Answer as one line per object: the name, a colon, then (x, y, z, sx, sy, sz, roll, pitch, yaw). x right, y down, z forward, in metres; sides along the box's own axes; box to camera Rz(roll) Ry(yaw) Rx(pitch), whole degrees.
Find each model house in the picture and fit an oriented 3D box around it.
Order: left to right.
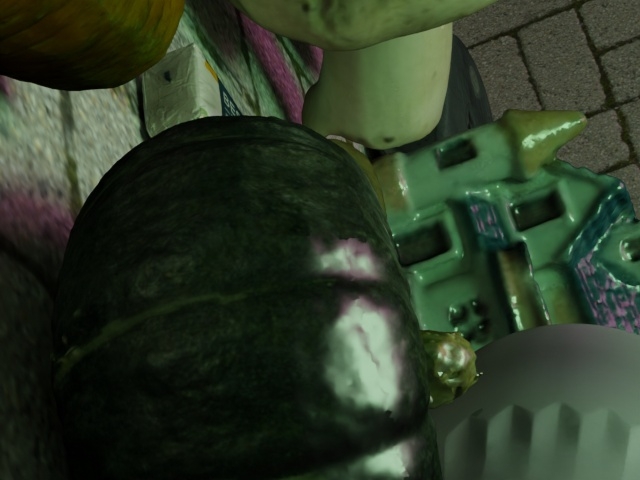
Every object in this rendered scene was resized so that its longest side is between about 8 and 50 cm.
model house: (0.192, 0.022, 1.089, 0.194, 0.325, 0.267, 48, 24, -65)

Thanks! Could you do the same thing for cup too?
cup: (0.145, 0.193, 0.761, 0.371, 0.253, 0.253, -17, 86, -77)

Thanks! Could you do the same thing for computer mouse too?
computer mouse: (0.130, -0.100, 1.525, 0.188, 0.122, 0.371, 58, 22, -31)

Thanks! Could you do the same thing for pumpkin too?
pumpkin: (-0.018, 0.056, 0.496, 0.211, 0.152, 0.211, -15, 90, -78)

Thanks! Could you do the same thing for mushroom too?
mushroom: (0.043, -0.231, 0.988, 0.336, 0.314, 0.314, 90, -7, -47)

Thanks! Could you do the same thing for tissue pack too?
tissue pack: (-0.067, -0.062, 0.745, 0.083, 0.042, 0.062, 56, 21, -49)

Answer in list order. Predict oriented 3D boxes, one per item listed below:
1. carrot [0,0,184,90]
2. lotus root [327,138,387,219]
carrot: (-0.125, -0.116, 0.401, 0.302, 0.114, 0.114, 10, 60, -80)
lotus root: (0.000, 0.001, 0.826, 0.183, 0.090, 0.077, -98, 175, -55)
